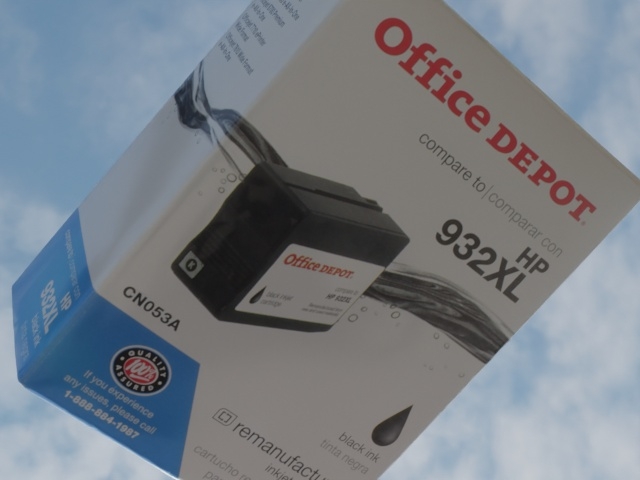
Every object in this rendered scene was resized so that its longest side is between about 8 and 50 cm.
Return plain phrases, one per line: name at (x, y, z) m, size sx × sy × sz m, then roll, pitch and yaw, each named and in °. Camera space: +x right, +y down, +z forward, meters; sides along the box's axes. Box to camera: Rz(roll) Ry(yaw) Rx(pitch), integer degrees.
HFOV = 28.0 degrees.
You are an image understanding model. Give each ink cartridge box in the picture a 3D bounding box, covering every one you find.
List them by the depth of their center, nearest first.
ink cartridge box at (0.000, 0.000, 0.763) m, size 0.223 × 0.129 × 0.307 m, roll 37°, pitch -80°, yaw -24°
